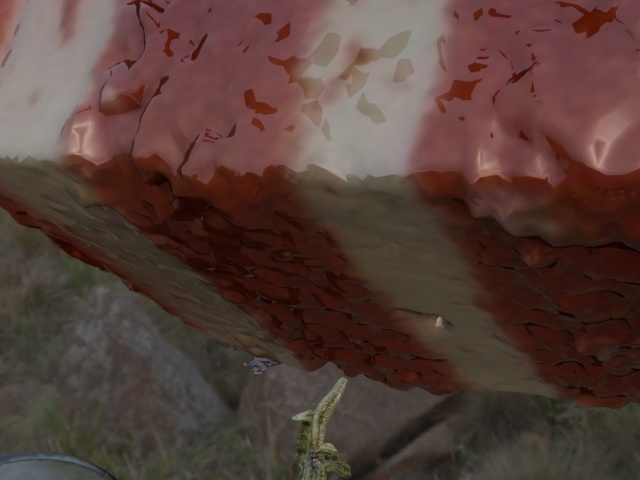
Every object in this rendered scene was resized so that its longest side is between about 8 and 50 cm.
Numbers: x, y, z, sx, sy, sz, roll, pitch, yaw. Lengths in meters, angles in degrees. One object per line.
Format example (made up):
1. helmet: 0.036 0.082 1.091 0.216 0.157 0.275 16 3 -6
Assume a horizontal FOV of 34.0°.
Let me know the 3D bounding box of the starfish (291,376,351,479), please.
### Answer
1. starfish: -0.002 0.280 1.353 0.050 0.217 0.223 5 63 32

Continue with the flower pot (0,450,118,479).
1. flower pot: -0.237 0.370 0.947 0.293 0.294 0.330 -26 14 -24

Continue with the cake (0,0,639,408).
1. cake: 0.035 -0.086 0.498 0.319 0.269 0.270 3 68 25
